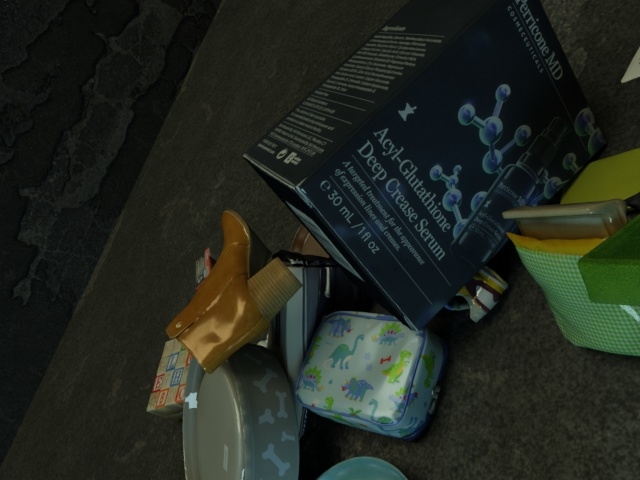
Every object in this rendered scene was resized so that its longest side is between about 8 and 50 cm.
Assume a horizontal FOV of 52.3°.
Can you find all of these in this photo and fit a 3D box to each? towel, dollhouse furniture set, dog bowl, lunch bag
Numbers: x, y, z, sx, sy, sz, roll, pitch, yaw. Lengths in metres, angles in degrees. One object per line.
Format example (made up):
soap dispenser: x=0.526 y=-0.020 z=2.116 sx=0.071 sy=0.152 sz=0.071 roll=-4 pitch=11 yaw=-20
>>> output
towel: x=0.424 y=-0.082 z=0.847 sx=0.237 sy=0.021 sz=0.102 roll=-16 pitch=46 yaw=50
dollhouse furniture set: x=0.292 y=0.067 z=0.659 sx=0.151 sy=0.197 sz=0.302 roll=-33 pitch=14 yaw=-24
dog bowl: x=-0.141 y=0.333 z=1.098 sx=0.349 sy=0.102 sz=0.348 roll=-5 pitch=85 yaw=64
lunch bag: x=0.078 y=0.198 z=0.997 sx=0.219 sy=0.090 sz=0.176 roll=0 pitch=62 yaw=42

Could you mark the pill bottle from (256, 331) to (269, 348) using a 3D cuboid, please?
pill bottle: x=-0.105 y=0.238 z=1.274 sx=0.120 sy=0.067 sz=0.067 roll=-61 pitch=31 yaw=-3

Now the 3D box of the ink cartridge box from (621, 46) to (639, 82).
ink cartridge box: x=0.490 y=-0.228 z=0.799 sx=0.198 sy=0.067 sz=0.115 roll=-9 pitch=35 yaw=52

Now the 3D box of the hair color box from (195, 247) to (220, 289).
hair color box: x=-0.191 y=0.095 z=1.420 sx=0.053 sy=0.167 sz=0.093 roll=-44 pitch=35 yaw=23

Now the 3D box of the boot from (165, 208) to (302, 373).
boot: x=-0.170 y=0.074 z=1.066 sx=0.211 sy=0.104 sz=0.295 roll=-40 pitch=36 yaw=-5

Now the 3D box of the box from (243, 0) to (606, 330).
box: x=0.149 y=-0.129 z=0.924 sx=0.395 sy=0.293 sz=0.212 roll=-45 pitch=30 yaw=-6

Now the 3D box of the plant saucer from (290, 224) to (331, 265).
plant saucer: x=0.000 y=0.000 z=1.366 sx=0.168 sy=0.029 sz=0.168 roll=-35 pitch=38 yaw=33

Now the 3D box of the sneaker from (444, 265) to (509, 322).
sneaker: x=0.198 y=0.057 z=0.997 sx=0.083 sy=0.070 sz=0.185 roll=-54 pitch=30 yaw=-2

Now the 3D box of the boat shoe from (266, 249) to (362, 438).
boat shoe: x=-0.007 y=0.189 z=1.133 sx=0.127 sy=0.158 sz=0.340 roll=7 pitch=94 yaw=63

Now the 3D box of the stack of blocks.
stack of blocks: x=-0.249 y=0.284 z=1.419 sx=0.297 sy=0.087 sz=0.171 roll=-24 pitch=45 yaw=43

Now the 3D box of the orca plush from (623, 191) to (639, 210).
orca plush: x=0.475 y=-0.077 z=0.678 sx=0.287 sy=0.102 sz=0.151 roll=-32 pitch=-3 yaw=-12

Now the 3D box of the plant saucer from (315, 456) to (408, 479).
plant saucer: x=0.041 y=0.459 z=0.888 sx=0.318 sy=0.044 sz=0.317 roll=-37 pitch=34 yaw=31
